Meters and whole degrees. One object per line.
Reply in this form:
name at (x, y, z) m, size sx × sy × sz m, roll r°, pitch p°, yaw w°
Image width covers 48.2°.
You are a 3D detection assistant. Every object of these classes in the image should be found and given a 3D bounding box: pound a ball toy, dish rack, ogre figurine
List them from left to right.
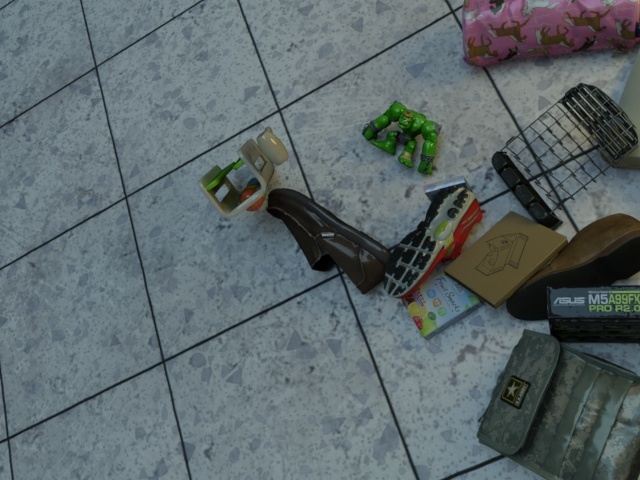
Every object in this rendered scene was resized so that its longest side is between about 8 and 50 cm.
pound a ball toy at (-0.149, -0.157, 1.651) m, size 0.208 × 0.319 × 0.135 m, roll -36°, pitch 102°, yaw 8°
ogre figurine at (0.195, -0.245, 1.652) m, size 0.197 × 0.097 × 0.118 m, roll 43°, pitch 110°, yaw 45°
dish rack at (0.498, -0.177, 1.460) m, size 0.271 × 0.074 × 0.208 m, roll -43°, pitch 60°, yaw 21°

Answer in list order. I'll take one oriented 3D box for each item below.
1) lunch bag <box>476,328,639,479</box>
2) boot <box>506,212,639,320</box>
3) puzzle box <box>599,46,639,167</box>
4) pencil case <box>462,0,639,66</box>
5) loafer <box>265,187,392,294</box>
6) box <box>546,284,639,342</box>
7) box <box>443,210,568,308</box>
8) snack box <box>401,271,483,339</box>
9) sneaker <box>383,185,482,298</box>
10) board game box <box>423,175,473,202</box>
lunch bag at (0.440, 0.312, 1.289) m, size 0.287 × 0.169 × 0.235 m, roll 22°, pitch 84°, yaw 37°
boot at (0.502, 0.054, 1.412) m, size 0.305 × 0.112 × 0.115 m, roll -32°, pitch 31°, yaw 16°
puzzle box at (0.740, -0.326, 1.395) m, size 0.272 × 0.052 × 0.408 m, roll 13°, pitch 76°, yaw 52°
pencil case at (0.499, -0.479, 1.556) m, size 0.386 × 0.160 × 0.167 m, roll -1°, pitch 79°, yaw 24°
loafer at (0.000, 0.000, 1.620) m, size 0.366 × 0.134 × 0.130 m, roll 32°, pitch 86°, yaw 30°
box at (0.543, 0.134, 1.264) m, size 0.270 × 0.216 × 0.060 m, roll -2°, pitch 71°, yaw 20°
box at (0.371, 0.034, 1.446) m, size 0.201 × 0.021 × 0.164 m, roll -40°, pitch 36°, yaw -8°
snack box at (0.256, 0.130, 1.511) m, size 0.141 × 0.037 × 0.100 m, roll -34°, pitch 62°, yaw 9°
sneaker at (0.249, 0.021, 1.508) m, size 0.279 × 0.118 × 0.107 m, roll -51°, pitch 38°, yaw -1°
board game box at (0.279, -0.106, 1.558) m, size 0.090 × 0.090 × 0.020 m, roll -14°, pitch 66°, yaw 20°
